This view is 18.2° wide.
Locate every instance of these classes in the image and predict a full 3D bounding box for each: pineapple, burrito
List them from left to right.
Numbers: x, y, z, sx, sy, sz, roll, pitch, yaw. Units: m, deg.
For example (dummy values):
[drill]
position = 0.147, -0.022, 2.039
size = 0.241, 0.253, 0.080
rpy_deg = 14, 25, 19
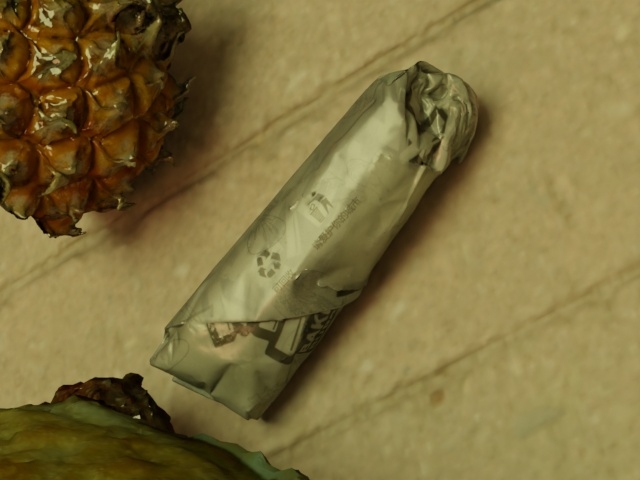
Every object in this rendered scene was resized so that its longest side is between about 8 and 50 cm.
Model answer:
[pineapple]
position = -0.121, -0.102, 1.013
size = 0.137, 0.161, 0.176
rpy_deg = -33, 57, 10
[burrito]
position = 0.000, 0.001, 0.941
size = 0.203, 0.064, 0.064
rpy_deg = -51, 51, 8

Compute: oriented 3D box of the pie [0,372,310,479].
[pie]
position = -0.184, 0.202, 0.771
size = 0.395, 0.418, 0.180
rpy_deg = 23, 125, 60
